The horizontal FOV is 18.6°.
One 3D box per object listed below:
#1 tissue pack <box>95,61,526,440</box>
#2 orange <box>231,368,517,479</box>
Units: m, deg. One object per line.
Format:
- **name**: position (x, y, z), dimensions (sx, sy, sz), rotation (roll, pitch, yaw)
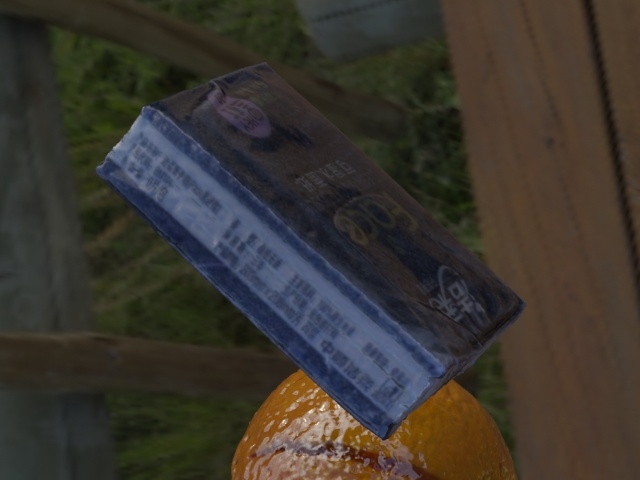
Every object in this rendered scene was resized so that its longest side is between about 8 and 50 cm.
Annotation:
- **tissue pack**: position (0.000, 0.000, 0.780), dimensions (0.156, 0.112, 0.051), rotation (43, 115, 8)
- **orange**: position (0.038, 0.160, 1.166), dimensions (0.161, 0.193, 0.193), rotation (-8, 80, 30)
